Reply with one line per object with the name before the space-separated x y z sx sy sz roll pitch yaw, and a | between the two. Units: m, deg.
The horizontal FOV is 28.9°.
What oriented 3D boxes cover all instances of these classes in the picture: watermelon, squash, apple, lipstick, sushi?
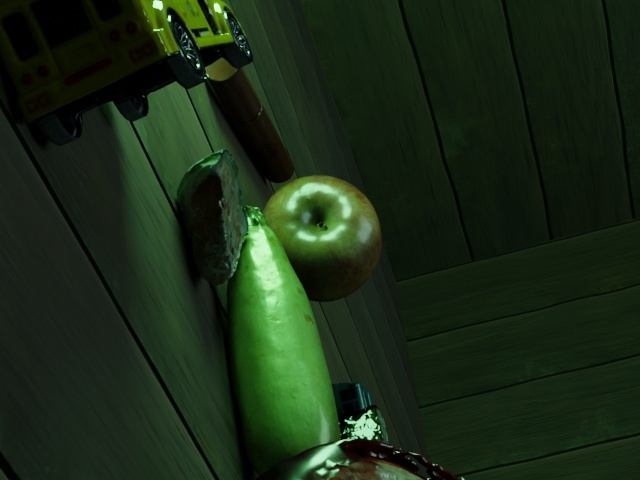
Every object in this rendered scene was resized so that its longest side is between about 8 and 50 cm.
watermelon | -0.127 -0.016 1.417 0.187 0.071 0.139 79 7 -58
squash | -0.056 0.127 1.478 0.118 0.118 0.371 64 10 -57
apple | 0.000 0.000 1.873 0.174 0.188 0.188 84 -5 -62
lipstick | -0.106 -0.184 1.934 0.357 0.057 0.057 61 16 -64
sushi | 0.045 0.336 1.754 0.124 0.127 0.225 -99 178 -45

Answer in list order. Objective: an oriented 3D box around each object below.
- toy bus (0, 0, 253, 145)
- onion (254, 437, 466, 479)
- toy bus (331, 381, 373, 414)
toy bus | -0.169 -0.189 1.098 0.151 0.145 0.331 64 11 -7
onion | 0.043 0.345 1.033 0.341 0.341 0.341 -15 90 -83
toy bus | 0.046 0.303 1.974 0.079 0.091 0.160 56 20 -73
